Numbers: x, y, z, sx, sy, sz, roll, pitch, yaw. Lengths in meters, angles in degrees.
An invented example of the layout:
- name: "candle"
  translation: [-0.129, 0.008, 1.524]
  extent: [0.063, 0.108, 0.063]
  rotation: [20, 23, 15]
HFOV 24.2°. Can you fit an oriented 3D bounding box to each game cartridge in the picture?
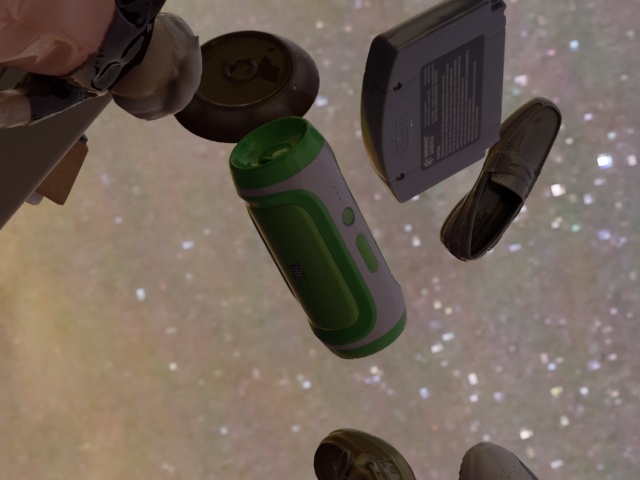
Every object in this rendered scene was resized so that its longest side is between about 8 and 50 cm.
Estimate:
- name: "game cartridge"
  translation: [0.144, -0.182, 1.902]
  extent: [0.062, 0.198, 0.297]
  rotation: [55, -18, 33]

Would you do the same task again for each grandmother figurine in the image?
- name: "grandmother figurine"
  translation: [-0.184, -0.165, 1.107]
  extent: [0.104, 0.208, 0.342]
  rotation: [57, 13, 19]

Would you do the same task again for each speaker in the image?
- name: "speaker"
  translation: [0.000, 0.000, 1.802]
  extent: [0.131, 0.131, 0.296]
  rotation: [35, -24, 58]

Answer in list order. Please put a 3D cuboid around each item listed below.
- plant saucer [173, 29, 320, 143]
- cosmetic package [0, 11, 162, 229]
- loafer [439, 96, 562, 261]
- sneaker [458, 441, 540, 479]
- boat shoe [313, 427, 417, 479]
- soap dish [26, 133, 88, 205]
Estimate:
- name: "plant saucer"
  translation: [-0.101, -0.209, 1.919]
  extent: [0.036, 0.199, 0.198]
  rotation: [81, -17, -52]
- name: "cosmetic package"
  translation: [-0.301, -0.133, 1.540]
  extent: [0.309, 0.113, 0.160]
  rotation: [-48, -168, 17]
- name: "loafer"
  translation: [0.327, -0.102, 2.590]
  extent: [0.319, 0.112, 0.111]
  rotation: [-60, -156, 4]
- name: "sneaker"
  translation: [0.230, 0.257, 1.360]
  extent: [0.235, 0.094, 0.153]
  rotation: [62, -39, 28]
- name: "boat shoe"
  translation: [0.061, 0.300, 1.616]
  extent: [0.285, 0.089, 0.104]
  rotation: [41, -53, 49]
- name: "soap dish"
  translation: [-0.434, -0.202, 1.943]
  extent: [0.229, 0.118, 0.291]
  rotation: [36, 19, -53]
